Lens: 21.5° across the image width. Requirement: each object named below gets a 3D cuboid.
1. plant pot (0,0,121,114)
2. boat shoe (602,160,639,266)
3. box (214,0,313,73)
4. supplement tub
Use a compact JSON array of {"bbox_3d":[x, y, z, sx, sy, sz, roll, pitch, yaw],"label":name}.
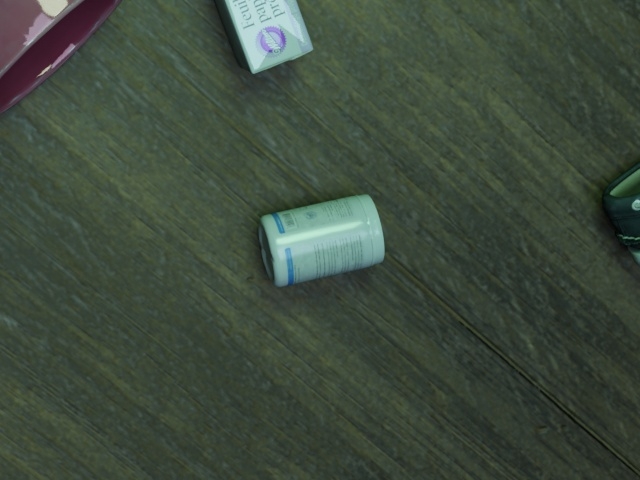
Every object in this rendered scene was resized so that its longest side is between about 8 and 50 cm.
[{"bbox_3d":[-0.285,-0.225,1.418,0.201,0.201,0.180,-44,92,-1],"label":"plant pot"},{"bbox_3d":[0.414,-0.092,1.647,0.302,0.114,0.091,-38,113,-4],"label":"boat shoe"},{"bbox_3d":[-0.095,-0.311,1.503,0.063,0.067,0.324,-23,105,-8],"label":"box"},{"bbox_3d":[0.000,0.000,1.588,0.107,0.071,0.071,-12,104,-11],"label":"supplement tub"}]
